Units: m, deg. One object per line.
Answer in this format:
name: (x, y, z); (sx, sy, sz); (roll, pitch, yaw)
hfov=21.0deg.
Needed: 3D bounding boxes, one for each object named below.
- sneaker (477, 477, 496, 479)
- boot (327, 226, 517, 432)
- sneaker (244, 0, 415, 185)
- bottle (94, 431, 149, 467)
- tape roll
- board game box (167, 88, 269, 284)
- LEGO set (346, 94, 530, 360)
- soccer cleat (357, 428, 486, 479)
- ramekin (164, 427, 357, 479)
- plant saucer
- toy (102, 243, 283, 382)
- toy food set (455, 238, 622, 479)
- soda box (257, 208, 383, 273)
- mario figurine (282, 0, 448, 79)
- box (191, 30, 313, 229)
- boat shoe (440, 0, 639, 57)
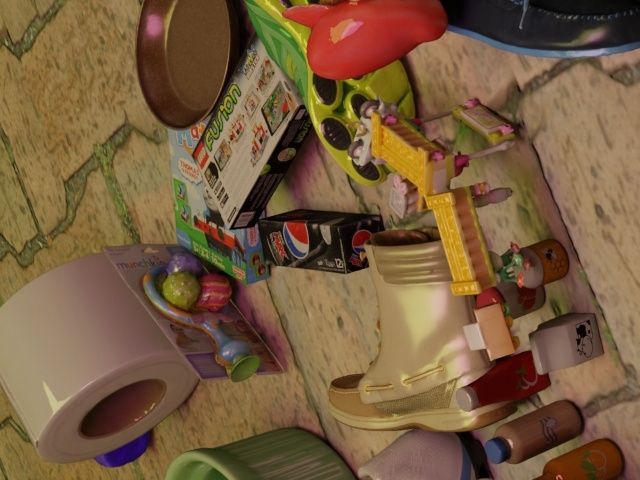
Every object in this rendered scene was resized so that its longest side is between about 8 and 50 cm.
sneaker: (0.196, 0.379, 1.582); (0.131, 0.148, 0.350); (16, 141, 57)
boot: (0.079, 0.089, 1.757); (0.262, 0.095, 0.204); (-6, 102, 57)
sneaker: (0.006, -0.194, 1.738); (0.296, 0.109, 0.123); (62, 180, 4)
bottle: (-0.355, 0.225, 2.528); (0.283, 0.092, 0.118); (32, 133, 46)
tape roll: (-0.297, 0.155, 2.252); (0.169, 0.246, 0.246); (55, 146, 23)
board game box: (-0.124, -0.072, 2.049); (0.160, 0.039, 0.212); (29, 129, 49)
LEGO set: (0.137, -0.036, 1.577); (0.287, 0.107, 0.132); (58, 152, 29)
soccer cleat: (0.121, 0.357, 1.792); (0.116, 0.143, 0.331); (-2, 105, 58)
ramekin: (-0.051, 0.373, 2.069); (0.303, 0.148, 0.303); (34, 133, 46)
plant saucer: (-0.146, -0.224, 1.968); (0.198, 0.036, 0.199); (1, 91, 53)
toy: (-0.145, 0.069, 2.085); (0.237, 0.137, 0.056); (53, 125, 29)
toy food set: (0.188, 0.123, 1.593); (0.111, 0.104, 0.232); (0, 106, 58)
soda box: (0.000, 0.000, 1.869); (0.169, 0.060, 0.053); (5, 107, 57)
mario figurine: (0.031, -0.297, 1.473); (0.170, 0.198, 0.321); (31, 110, 64)
box: (-0.071, -0.119, 1.868); (0.114, 0.036, 0.207); (63, 141, 28)
boat shoe: (0.174, -0.207, 1.437); (0.258, 0.109, 0.089); (19, 119, 50)
